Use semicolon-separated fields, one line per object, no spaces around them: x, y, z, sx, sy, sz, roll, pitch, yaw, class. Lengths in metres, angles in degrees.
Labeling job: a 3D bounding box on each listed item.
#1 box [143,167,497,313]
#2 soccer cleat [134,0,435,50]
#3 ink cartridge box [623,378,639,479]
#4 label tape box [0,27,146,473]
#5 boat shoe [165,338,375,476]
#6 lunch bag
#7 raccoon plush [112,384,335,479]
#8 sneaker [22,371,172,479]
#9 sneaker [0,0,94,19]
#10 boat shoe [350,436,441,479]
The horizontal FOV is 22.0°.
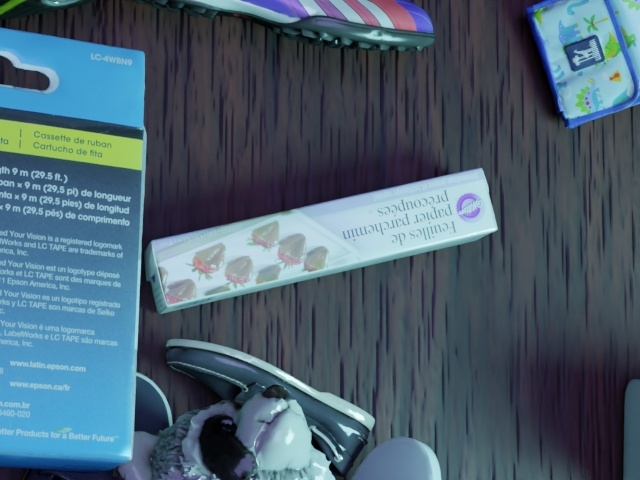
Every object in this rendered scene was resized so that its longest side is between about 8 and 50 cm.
0.000;0.000;1.520;0.324;0.067;0.063;-13;85;-14;box
-0.040;-0.249;1.520;0.318;0.108;0.116;13;92;-8;soccer cleat
0.460;0.200;1.518;0.306;0.226;0.131;6;79;-11;ink cartridge box
-0.278;0.006;1.334;0.249;0.115;0.348;7;73;-23;label tape box
-0.051;0.149;1.481;0.206;0.075;0.065;25;74;-13;boat shoe
0.288;-0.192;1.607;0.151;0.096;0.129;-19;89;-1;lunch bag
-0.085;0.341;1.334;0.216;0.299;0.446;34;80;-50;raccoon plush
-0.213;0.256;1.402;0.126;0.127;0.321;27;75;-7;sneaker
-0.297;-0.269;1.412;0.384;0.145;0.147;-11;80;1;sneaker
0.069;0.311;1.478;0.096;0.088;0.267;1;81;31;boat shoe
